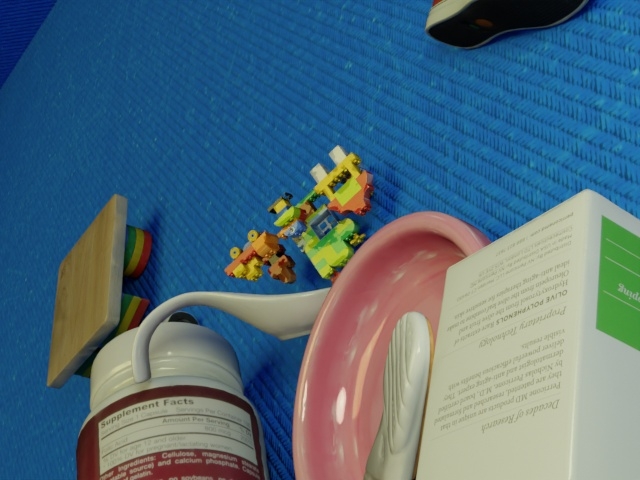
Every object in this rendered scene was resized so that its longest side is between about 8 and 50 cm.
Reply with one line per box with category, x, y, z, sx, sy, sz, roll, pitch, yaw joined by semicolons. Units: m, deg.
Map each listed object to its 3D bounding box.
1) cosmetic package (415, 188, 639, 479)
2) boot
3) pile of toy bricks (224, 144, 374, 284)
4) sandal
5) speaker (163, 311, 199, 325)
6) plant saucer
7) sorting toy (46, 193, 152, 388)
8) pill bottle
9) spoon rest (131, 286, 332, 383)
cosmetic package;0.172;0.182;0.691;0.155;0.197;0.365;-35;36;48
boot;0.199;-0.302;1.111;0.244;0.088;0.176;1;73;65
pile of toy bricks;0.000;0.000;1.299;0.212;0.118;0.105;-43;65;18
sandal;0.080;0.176;0.843;0.102;0.076;0.265;-95;12;-58
speaker;-0.234;0.154;1.660;0.136;0.055;0.055;-36;44;48
plant saucer;0.090;0.141;1.045;0.332;0.084;0.332;-40;41;47
sorting toy;-0.374;0.098;1.914;0.255;0.089;0.257;-43;38;42
pill bottle;-0.167;0.299;1.267;0.224;0.224;0.392;-53;33;33
spoon rest;-0.082;0.082;1.232;0.137;0.276;0.084;126;127;-87
